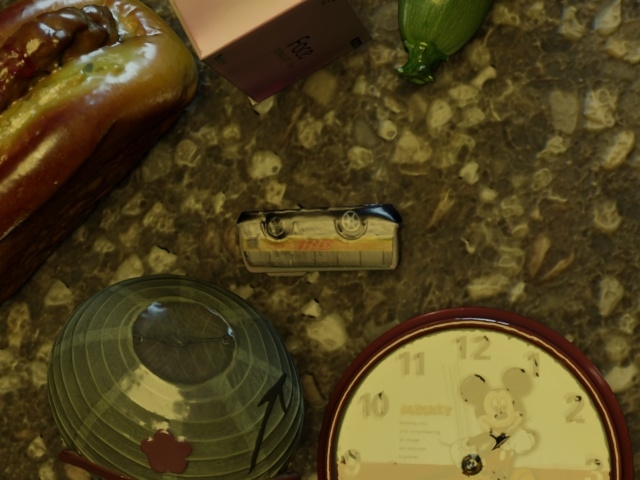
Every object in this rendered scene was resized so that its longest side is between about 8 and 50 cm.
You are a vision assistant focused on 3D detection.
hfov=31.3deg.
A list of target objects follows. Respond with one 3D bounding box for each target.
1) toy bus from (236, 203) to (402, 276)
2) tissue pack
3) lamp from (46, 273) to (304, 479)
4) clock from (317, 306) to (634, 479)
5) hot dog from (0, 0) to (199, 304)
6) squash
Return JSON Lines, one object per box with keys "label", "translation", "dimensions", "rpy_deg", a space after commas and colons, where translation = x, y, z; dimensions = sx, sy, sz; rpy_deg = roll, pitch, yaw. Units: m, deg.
{"label": "toy bus", "translation": [0.000, 0.000, 1.200], "dimensions": [0.171, 0.057, 0.072], "rpy_deg": [-2, 95, 9]}
{"label": "tissue pack", "translation": [-0.048, -0.223, 1.126], "dimensions": [0.148, 0.246, 0.093], "rpy_deg": [-28, 84, 8]}
{"label": "lamp", "translation": [-0.139, 0.157, 1.132], "dimensions": [0.265, 0.233, 0.233], "rpy_deg": [11, 88, 1]}
{"label": "clock", "translation": [0.152, 0.226, 1.149], "dimensions": [0.318, 0.080, 0.319], "rpy_deg": [-2, 82, 12]}
{"label": "hot dog", "translation": [-0.320, -0.096, 1.176], "dimensions": [0.185, 0.223, 0.405], "rpy_deg": [44, 94, 6]}
{"label": "squash", "translation": [0.161, -0.349, 1.171], "dimensions": [0.107, 0.107, 0.395], "rpy_deg": [19, 89, 10]}
